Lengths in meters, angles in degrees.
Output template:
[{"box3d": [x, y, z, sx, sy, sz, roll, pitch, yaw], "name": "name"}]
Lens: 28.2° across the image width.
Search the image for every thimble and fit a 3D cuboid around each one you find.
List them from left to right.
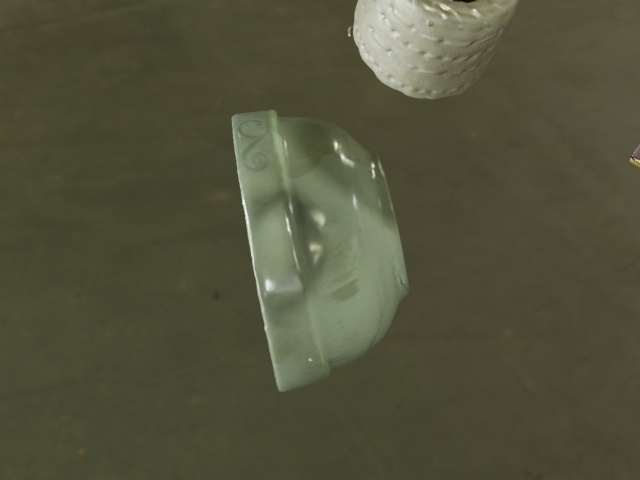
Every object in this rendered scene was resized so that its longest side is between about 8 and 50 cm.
[{"box3d": [0.077, -0.162, 0.842, 0.102, 0.090, 0.115, -7, 62, -18], "name": "thimble"}]

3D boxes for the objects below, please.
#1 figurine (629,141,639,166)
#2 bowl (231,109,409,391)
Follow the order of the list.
[{"box3d": [0.548, -0.155, 1.929, 0.098, 0.154, 0.082, 45, 59, 13], "name": "figurine"}, {"box3d": [0.000, 0.000, 1.385, 0.163, 0.307, 0.307, -12, 32, 0], "name": "bowl"}]
